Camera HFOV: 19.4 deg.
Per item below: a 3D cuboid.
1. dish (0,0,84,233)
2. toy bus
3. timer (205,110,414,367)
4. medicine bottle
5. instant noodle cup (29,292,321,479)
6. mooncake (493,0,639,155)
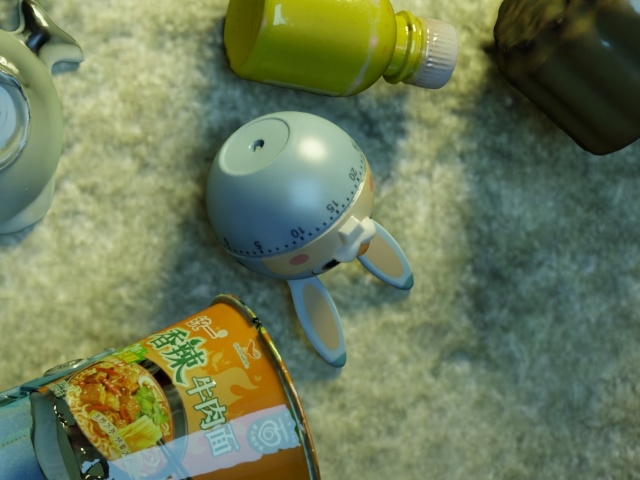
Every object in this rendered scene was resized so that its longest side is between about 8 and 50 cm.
[{"bbox_3d":[-0.309,-0.116,1.676,0.224,0.078,0.246,44,72,-14],"label":"dish"},{"bbox_3d":[-0.257,0.184,1.652,0.234,0.133,0.116,-21,98,-24],"label":"toy bus"},{"bbox_3d":[0.003,-0.006,1.759,0.175,0.175,0.255,-46,106,-18],"label":"timer"},{"bbox_3d":[0.024,-0.196,1.797,0.212,0.122,0.121,10,84,-23],"label":"medicine bottle"},{"bbox_3d":[-0.126,0.178,1.535,0.182,0.230,0.230,-18,94,-19],"label":"instant noodle cup"},{"bbox_3d":[0.303,-0.239,1.831,0.161,0.290,0.290,36,74,-14],"label":"mooncake"}]
